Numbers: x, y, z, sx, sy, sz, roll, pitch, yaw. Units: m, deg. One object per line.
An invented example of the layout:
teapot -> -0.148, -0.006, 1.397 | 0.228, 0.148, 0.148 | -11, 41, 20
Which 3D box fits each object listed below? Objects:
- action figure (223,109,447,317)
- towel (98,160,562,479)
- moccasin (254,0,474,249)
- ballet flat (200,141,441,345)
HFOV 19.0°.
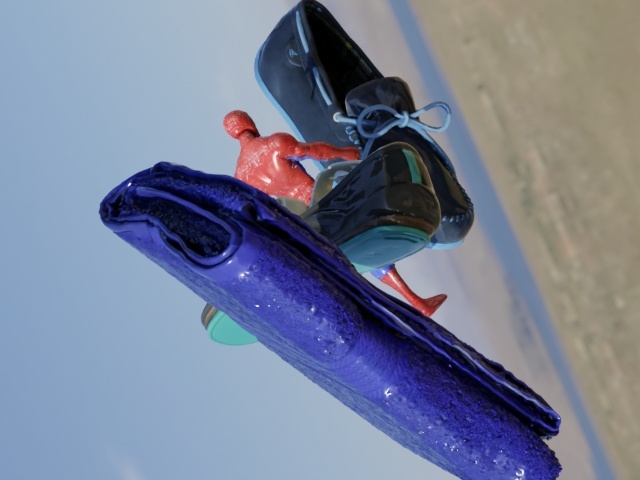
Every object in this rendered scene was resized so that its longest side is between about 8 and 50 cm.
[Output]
action figure -> 0.015, -0.035, 1.918 | 0.280, 0.091, 0.139 | 47, -148, -2
towel -> 0.012, 0.055, 1.292 | 0.308, 0.076, 0.227 | 39, 173, -27
moccasin -> 0.045, -0.132, 2.063 | 0.138, 0.117, 0.342 | -15, -128, -47
ballet flat -> 0.000, 0.000, 1.545 | 0.095, 0.280, 0.096 | 15, -120, -35
